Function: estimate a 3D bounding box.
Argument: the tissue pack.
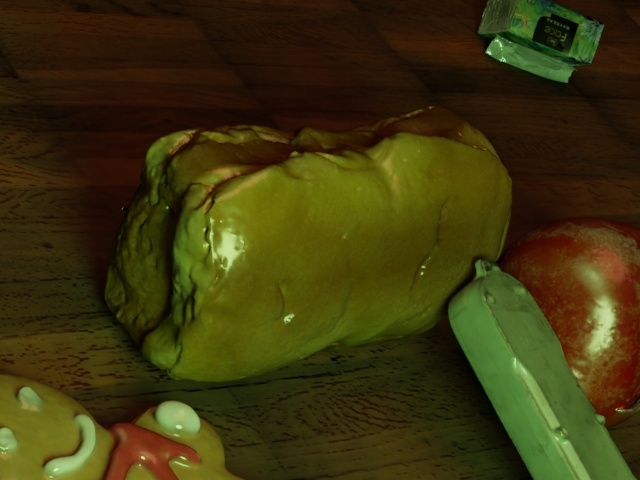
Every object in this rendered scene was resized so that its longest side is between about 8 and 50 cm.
[{"bbox_3d":[0.244,-0.228,1.990,0.111,0.079,0.085,19,-3,-20],"label":"tissue pack"}]

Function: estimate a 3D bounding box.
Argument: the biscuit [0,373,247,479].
[{"bbox_3d":[-0.096,0.180,1.136,0.339,0.047,0.216,31,30,2],"label":"biscuit"}]

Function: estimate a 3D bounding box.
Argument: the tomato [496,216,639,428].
[{"bbox_3d":[0.211,0.068,1.458,0.151,0.187,0.187,0,25,18],"label":"tomato"}]

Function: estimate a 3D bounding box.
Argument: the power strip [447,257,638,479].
[{"bbox_3d":[0.180,0.143,1.337,0.080,0.048,0.286,-10,68,-54],"label":"power strip"}]

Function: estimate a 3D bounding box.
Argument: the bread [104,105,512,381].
[{"bbox_3d":[0.005,0.001,1.344,0.344,0.195,0.149,-9,43,-43],"label":"bread"}]
